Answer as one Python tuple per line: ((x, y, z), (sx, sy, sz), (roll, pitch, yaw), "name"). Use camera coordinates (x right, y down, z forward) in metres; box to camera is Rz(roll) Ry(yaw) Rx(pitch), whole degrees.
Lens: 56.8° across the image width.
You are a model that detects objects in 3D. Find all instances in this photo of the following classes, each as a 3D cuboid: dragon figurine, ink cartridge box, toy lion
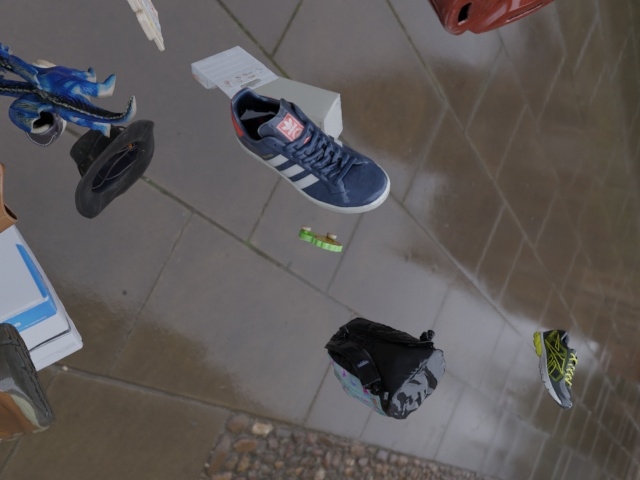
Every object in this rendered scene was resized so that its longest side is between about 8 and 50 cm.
((-0.342, -0.183, 0.745), (0.144, 0.289, 0.085), (-4, 117, -40), "dragon figurine")
((-0.740, 0.129, 1.424), (0.166, 0.285, 0.395), (-29, 163, -21), "ink cartridge box")
((-0.211, -0.405, 1.464), (0.145, 0.179, 0.045), (-31, 149, -25), "ink cartridge box")
((0.000, 0.000, 1.335), (0.096, 0.100, 0.034), (-93, -160, -79), "toy lion")

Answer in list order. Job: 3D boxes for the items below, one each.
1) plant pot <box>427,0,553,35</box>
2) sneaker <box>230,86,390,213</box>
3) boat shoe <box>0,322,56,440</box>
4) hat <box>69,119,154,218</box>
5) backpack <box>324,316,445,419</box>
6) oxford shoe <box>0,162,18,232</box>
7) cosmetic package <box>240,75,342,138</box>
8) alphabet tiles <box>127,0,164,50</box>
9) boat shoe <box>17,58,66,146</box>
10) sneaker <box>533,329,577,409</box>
((0.158, -0.369, 0.574), (0.272, 0.272, 0.265), (-17, 81, -48), "plant pot")
((-0.032, -0.173, 1.093), (0.131, 0.350, 0.148), (-55, 159, -17), "sneaker")
((-0.394, 0.195, 0.706), (0.120, 0.122, 0.324), (-22, 164, -27), "boat shoe")
((-0.590, -0.222, 1.600), (0.331, 0.134, 0.331), (-54, 180, -1), "hat")
((0.092, 0.204, 0.958), (0.152, 0.182, 0.115), (-33, 123, -32), "backpack")
((-0.365, -0.083, 0.593), (0.076, 0.076, 0.212), (-23, 147, -21), "oxford shoe")
((-0.099, -0.387, 1.767), (0.113, 0.309, 0.160), (-61, 160, -25), "cosmetic package")
((-0.403, -0.564, 1.279), (0.021, 0.284, 0.278), (-20, 144, 0), "alphabet tiles")
((-0.590, -0.266, 1.238), (0.103, 0.285, 0.092), (29, 60, -20), "boat shoe")
((0.228, 0.118, 0.562), (0.031, 0.035, 0.083), (42, 34, -40), "sneaker")
